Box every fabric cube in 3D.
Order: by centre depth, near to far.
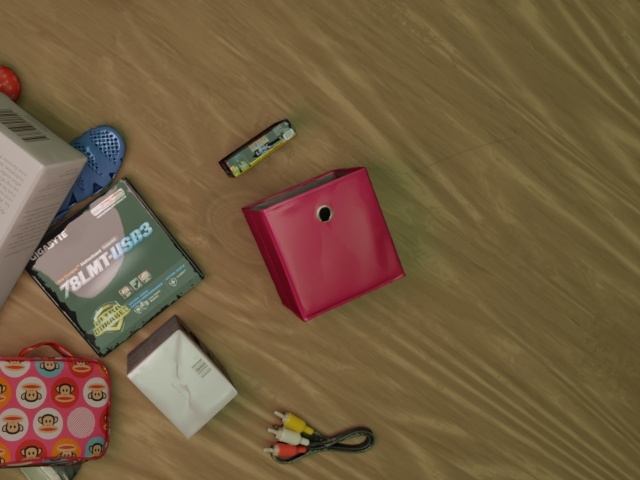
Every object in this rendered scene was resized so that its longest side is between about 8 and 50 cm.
[{"bbox_3d":[0.000,0.000,1.656,0.254,0.259,0.258,-23,99,-12],"label":"fabric cube"}]

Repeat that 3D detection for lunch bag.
[{"bbox_3d":[-0.592,0.341,1.542,0.293,0.120,0.258,12,65,-39],"label":"lunch bag"}]

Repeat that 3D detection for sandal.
[{"bbox_3d":[-0.545,-0.124,1.577,0.126,0.138,0.317,44,82,-11],"label":"sandal"}]

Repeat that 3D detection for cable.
[{"bbox_3d":[-0.005,0.502,1.788,0.287,0.072,0.139,16,96,-15],"label":"cable"}]

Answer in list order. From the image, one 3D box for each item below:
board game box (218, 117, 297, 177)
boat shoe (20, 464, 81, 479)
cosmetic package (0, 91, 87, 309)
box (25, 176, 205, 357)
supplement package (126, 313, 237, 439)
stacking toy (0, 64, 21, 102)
[{"bbox_3d":[-0.144,-0.209,1.665,0.170,0.141,0.048,-36,104,-9],"label":"board game box"},{"bbox_3d":[-0.652,0.415,1.627,0.319,0.116,0.099,55,38,-5],"label":"boat shoe"},{"bbox_3d":[-0.680,-0.039,1.431,0.230,0.161,0.453,38,107,3],"label":"cosmetic package"},{"bbox_3d":[-0.465,0.058,1.644,0.295,0.073,0.293,-38,103,-9],"label":"box"},{"bbox_3d":[-0.311,0.295,1.629,0.149,0.203,0.194,-42,103,-8],"label":"supplement package"},{"bbox_3d":[-0.789,-0.283,1.513,0.330,0.141,0.141,-25,99,-15],"label":"stacking toy"}]
